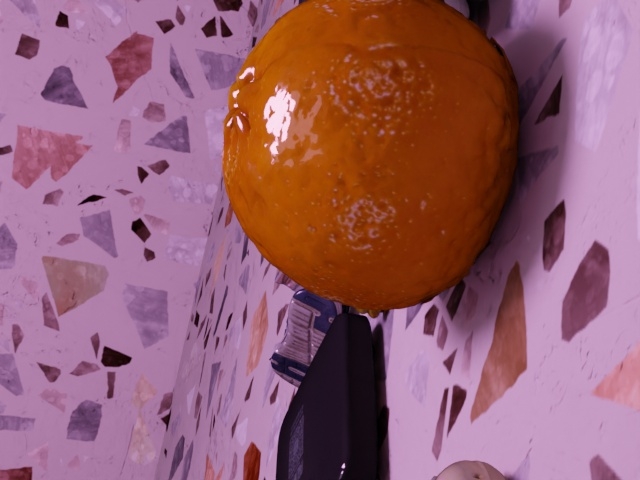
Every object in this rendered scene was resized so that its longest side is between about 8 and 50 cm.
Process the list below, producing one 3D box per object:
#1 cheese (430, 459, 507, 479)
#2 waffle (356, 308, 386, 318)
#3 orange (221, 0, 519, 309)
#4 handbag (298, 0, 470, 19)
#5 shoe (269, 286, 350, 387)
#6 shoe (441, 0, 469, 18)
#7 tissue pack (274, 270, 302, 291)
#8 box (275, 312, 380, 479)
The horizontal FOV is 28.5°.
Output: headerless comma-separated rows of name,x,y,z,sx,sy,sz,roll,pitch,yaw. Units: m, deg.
cheese,0.130,0.298,1.084,0.227,0.064,0.137,-91,16,-50
waffle,0.084,-0.019,1.622,0.229,0.051,0.232,-105,31,-69
orange,0.045,-0.101,1.322,0.340,0.293,0.341,-167,90,-78
handbag,0.124,-0.389,1.613,0.178,0.275,0.302,20,-103,-60
shoe,-0.006,0.130,1.802,0.106,0.091,0.207,-51,-18,-53
shoe,0.047,-0.313,1.476,0.110,0.265,0.095,11,-76,-63
tissue pack,0.000,0.000,1.846,0.115,0.065,0.155,-59,1,-34
box,0.003,0.274,1.618,0.289,0.073,0.290,-90,18,-46
